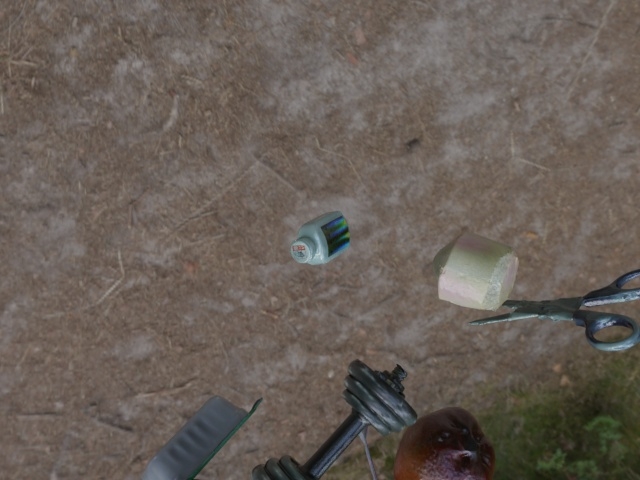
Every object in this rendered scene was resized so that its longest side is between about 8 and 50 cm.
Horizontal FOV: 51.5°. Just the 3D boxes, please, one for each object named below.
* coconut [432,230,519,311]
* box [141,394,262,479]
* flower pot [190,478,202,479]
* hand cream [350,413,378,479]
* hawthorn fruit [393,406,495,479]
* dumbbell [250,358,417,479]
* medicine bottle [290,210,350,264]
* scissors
[{"bbox_3d":[0.290,0.059,1.273,0.147,0.152,0.147,-43,142,-47],"label":"coconut"},{"bbox_3d":[-0.308,0.500,1.594,0.336,0.106,0.264,-45,174,-37],"label":"box"},{"bbox_3d":[-0.237,0.593,1.401,0.157,0.157,0.107,36,80,-36],"label":"flower pot"},{"bbox_3d":[0.150,0.662,2.060,0.050,0.275,0.079,-31,136,17],"label":"hand cream"},{"bbox_3d":[0.347,0.619,1.859,0.294,0.295,0.311,-11,147,-13],"label":"hawthorn fruit"},{"bbox_3d":[0.029,0.405,1.310,0.406,0.179,0.179,-46,129,-9],"label":"dumbbell"},{"bbox_3d":[0.000,0.000,1.844,0.083,0.229,0.121,-8,102,30],"label":"medicine bottle"},{"bbox_3d":[0.476,0.140,1.334,0.256,0.383,0.029,-42,112,-40],"label":"scissors"}]
